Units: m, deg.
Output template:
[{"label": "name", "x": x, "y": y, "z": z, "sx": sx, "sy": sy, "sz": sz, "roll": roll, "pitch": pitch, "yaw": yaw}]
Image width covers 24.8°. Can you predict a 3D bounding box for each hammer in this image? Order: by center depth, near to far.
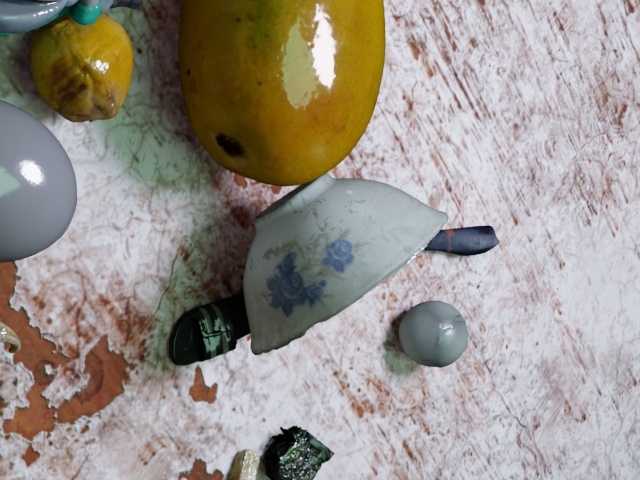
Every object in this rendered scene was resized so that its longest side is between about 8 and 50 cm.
[{"label": "hammer", "x": 0.170, "y": -0.006, "z": 2.222, "sx": 0.290, "sy": 0.037, "sz": 0.137, "roll": -3, "pitch": 101, "yaw": -44}]

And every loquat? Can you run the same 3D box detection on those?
[{"label": "loquat", "x": -0.278, "y": -0.202, "z": 1.700, "sx": 0.137, "sy": 0.113, "sz": 0.137, "roll": -4, "pitch": 90, "yaw": -68}]

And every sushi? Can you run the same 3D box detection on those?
[{"label": "sushi", "x": -0.041, "y": 0.307, "z": 2.059, "sx": 0.083, "sy": 0.056, "sz": 0.085, "roll": -55, "pitch": 132, "yaw": -13}]

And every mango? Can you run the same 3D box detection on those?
[{"label": "mango", "x": -0.038, "y": -0.290, "z": 1.834, "sx": 0.300, "sy": 0.232, "sz": 0.446, "roll": 21, "pitch": 77, "yaw": -52}]

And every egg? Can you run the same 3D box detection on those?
[{"label": "egg", "x": -0.376, "y": -0.071, "z": 1.574, "sx": 0.232, "sy": 0.176, "sz": 0.176, "roll": 28, "pitch": 77, "yaw": -34}]

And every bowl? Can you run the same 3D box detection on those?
[{"label": "bowl", "x": 0.000, "y": 0.000, "z": 1.894, "sx": 0.313, "sy": 0.313, "sz": 0.146, "roll": -40, "pitch": 99, "yaw": -33}]

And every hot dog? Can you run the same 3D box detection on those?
[{"label": "hot dog", "x": -0.110, "y": 0.333, "z": 2.009, "sx": 0.030, "sy": 0.034, "sz": 0.090, "roll": 28, "pitch": 58, "yaw": -34}]

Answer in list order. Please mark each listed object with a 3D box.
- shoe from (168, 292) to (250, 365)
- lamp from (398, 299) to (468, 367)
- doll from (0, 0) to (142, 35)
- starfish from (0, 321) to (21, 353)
[{"label": "shoe", "x": -0.123, "y": 0.114, "z": 1.944, "sx": 0.179, "sy": 0.049, "sz": 0.071, "roll": -24, "pitch": 113, "yaw": -40}, {"label": "lamp", "x": 0.171, "y": 0.142, "z": 2.202, "sx": 0.105, "sy": 0.105, "sz": 0.105, "roll": -10, "pitch": 104, "yaw": -43}, {"label": "doll", "x": -0.330, "y": -0.309, "z": 1.604, "sx": 0.258, "sy": 0.195, "sz": 0.153, "roll": -35, "pitch": 152, "yaw": -47}, {"label": "starfish", "x": -0.412, "y": 0.132, "z": 1.541, "sx": 0.247, "sy": 0.050, "sz": 0.138, "roll": 22, "pitch": 74, "yaw": -49}]
